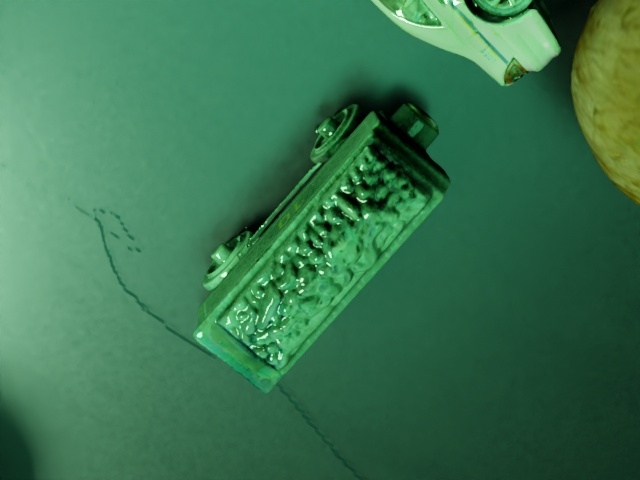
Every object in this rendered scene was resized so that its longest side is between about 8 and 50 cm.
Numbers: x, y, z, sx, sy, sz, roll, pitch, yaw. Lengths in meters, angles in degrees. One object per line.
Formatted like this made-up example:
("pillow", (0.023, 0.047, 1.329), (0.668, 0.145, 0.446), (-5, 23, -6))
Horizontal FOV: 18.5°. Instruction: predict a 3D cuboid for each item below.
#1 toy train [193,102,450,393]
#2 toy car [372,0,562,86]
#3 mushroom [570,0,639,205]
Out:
("toy train", (0.000, 0.000, 1.037), (0.070, 0.099, 0.172), (39, 100, -13))
("toy car", (0.036, -0.171, 0.995), (0.076, 0.090, 0.224), (-40, 104, 14))
("mushroom", (0.241, -0.121, 0.968), (0.283, 0.195, 0.263), (22, 109, -9))
